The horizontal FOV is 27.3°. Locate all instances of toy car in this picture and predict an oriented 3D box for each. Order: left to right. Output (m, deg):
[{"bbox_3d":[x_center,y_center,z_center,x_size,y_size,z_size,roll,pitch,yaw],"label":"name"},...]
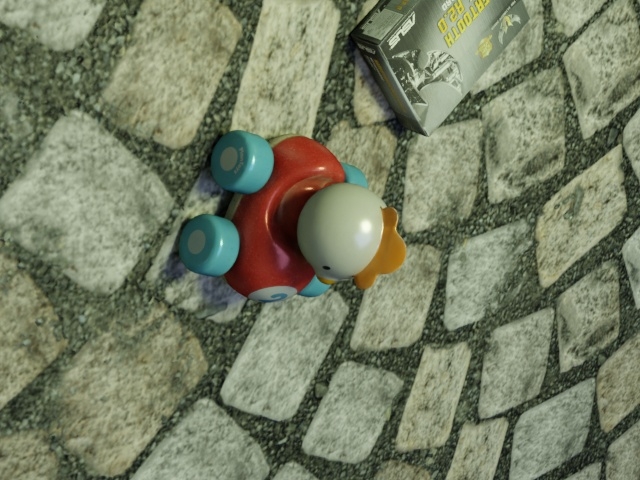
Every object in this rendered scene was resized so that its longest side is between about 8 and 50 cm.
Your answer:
[{"bbox_3d":[0.000,0.000,1.563,0.219,0.238,0.210,15,99,-47],"label":"toy car"}]

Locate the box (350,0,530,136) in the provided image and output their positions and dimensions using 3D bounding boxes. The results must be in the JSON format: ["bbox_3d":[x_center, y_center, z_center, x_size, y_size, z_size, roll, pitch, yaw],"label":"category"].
[{"bbox_3d":[0.160,-0.278,1.714,0.231,0.056,0.183,-49,136,-14],"label":"box"}]
